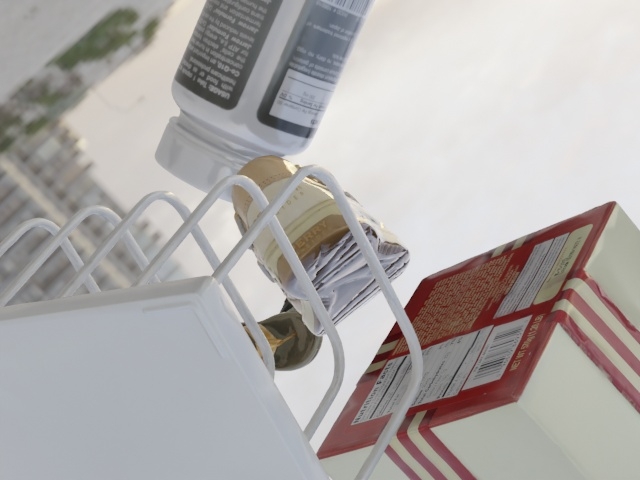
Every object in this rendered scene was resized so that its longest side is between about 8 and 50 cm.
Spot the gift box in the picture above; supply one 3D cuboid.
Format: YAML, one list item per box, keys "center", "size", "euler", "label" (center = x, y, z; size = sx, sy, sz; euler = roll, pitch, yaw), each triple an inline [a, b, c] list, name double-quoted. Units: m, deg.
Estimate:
- center: [0.195, 0.158, 1.052]
  size: [0.276, 0.258, 0.255]
  euler: [-21, -154, 50]
  label: "gift box"

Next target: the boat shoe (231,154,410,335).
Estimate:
- center: [0.000, 0.000, 1.284]
  size: [0.121, 0.110, 0.341]
  euler: [-40, 164, -3]
  label: "boat shoe"

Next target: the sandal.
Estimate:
- center: [-0.080, 0.125, 1.677]
  size: [0.180, 0.072, 0.049]
  euler: [-3, -177, 26]
  label: "sandal"

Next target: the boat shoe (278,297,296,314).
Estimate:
- center: [-0.024, 0.087, 1.749]
  size: [0.133, 0.049, 0.042]
  euler: [-61, -173, 19]
  label: "boat shoe"

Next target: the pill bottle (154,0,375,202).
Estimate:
- center: [-0.058, -0.188, 1.443]
  size: [0.283, 0.161, 0.161]
  euler: [-65, -165, 11]
  label: "pill bottle"

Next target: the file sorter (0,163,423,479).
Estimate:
- center: [-0.099, 0.076, 0.917]
  size: [0.277, 0.193, 0.173]
  euler: [-9, -150, 37]
  label: "file sorter"
